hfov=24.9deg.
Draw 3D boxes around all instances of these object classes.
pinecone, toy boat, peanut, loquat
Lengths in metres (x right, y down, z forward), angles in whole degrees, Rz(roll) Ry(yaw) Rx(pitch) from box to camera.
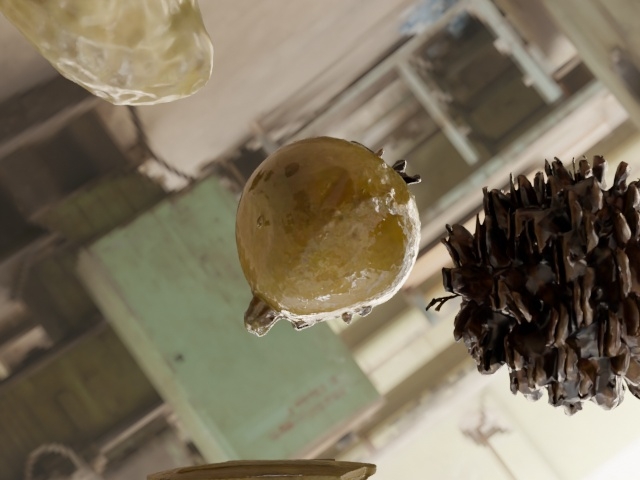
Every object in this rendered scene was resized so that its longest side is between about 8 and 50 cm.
[{"bbox_3d":[0.194,0.034,1.178,0.221,0.221,0.221,-36,171,-7],"label":"pinecone"},{"bbox_3d":[-0.057,0.246,1.413,0.226,0.068,0.088,-1,-179,-1],"label":"toy boat"},{"bbox_3d":[-0.210,-0.218,1.051,0.153,0.325,0.140,-36,-166,42],"label":"peanut"},{"bbox_3d":[0.000,0.000,1.284,0.204,0.172,0.149,-57,142,-2],"label":"loquat"}]
